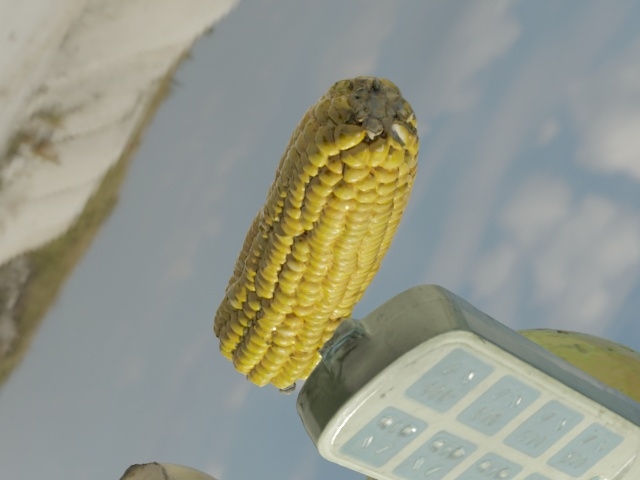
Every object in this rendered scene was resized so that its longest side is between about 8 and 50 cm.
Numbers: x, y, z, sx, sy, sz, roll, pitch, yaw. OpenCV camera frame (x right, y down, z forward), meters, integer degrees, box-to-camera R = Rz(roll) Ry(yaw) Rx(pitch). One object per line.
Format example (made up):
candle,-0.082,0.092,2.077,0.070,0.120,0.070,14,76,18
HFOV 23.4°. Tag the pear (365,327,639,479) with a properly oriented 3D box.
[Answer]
pear,0.239,0.268,1.529,0.391,0.391,0.391,-61,-171,16

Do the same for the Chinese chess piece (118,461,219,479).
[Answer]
Chinese chess piece,-0.153,0.311,1.290,0.257,0.104,0.257,-52,-162,25

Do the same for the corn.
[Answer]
corn,0.002,-0.003,1.060,0.313,0.102,0.102,118,-7,-51

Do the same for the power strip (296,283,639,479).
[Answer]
power strip,0.078,0.082,0.650,0.080,0.227,0.029,-45,-133,16
